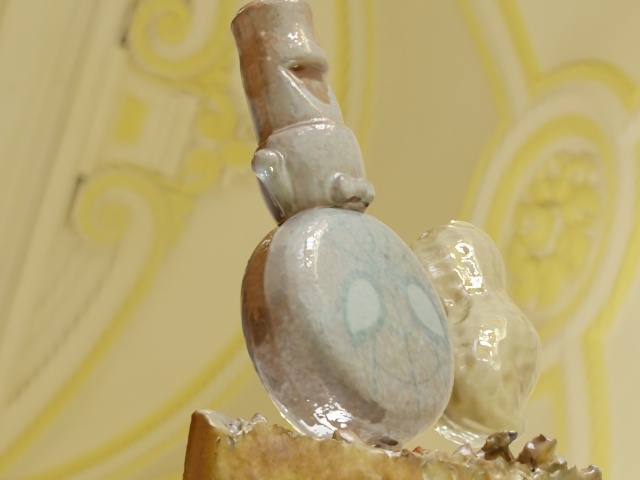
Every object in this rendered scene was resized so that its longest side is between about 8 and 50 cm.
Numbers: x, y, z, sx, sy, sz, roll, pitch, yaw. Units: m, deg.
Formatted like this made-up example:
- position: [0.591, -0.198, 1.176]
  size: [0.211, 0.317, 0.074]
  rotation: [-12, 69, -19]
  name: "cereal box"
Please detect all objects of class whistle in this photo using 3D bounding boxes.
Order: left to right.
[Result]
- position: [0.000, 0.000, 0.844]
  size: [0.057, 0.107, 0.220]
  rotation: [-25, -109, 34]
  name: "whistle"

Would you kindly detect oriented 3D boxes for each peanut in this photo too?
- position: [0.086, 0.057, 1.190]
  size: [0.082, 0.082, 0.187]
  rotation: [-58, -150, 30]
  name: "peanut"

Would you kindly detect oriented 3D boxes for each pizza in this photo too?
- position: [0.029, 0.138, 0.735]
  size: [0.053, 0.193, 0.201]
  rotation: [-1, -78, 54]
  name: "pizza"
